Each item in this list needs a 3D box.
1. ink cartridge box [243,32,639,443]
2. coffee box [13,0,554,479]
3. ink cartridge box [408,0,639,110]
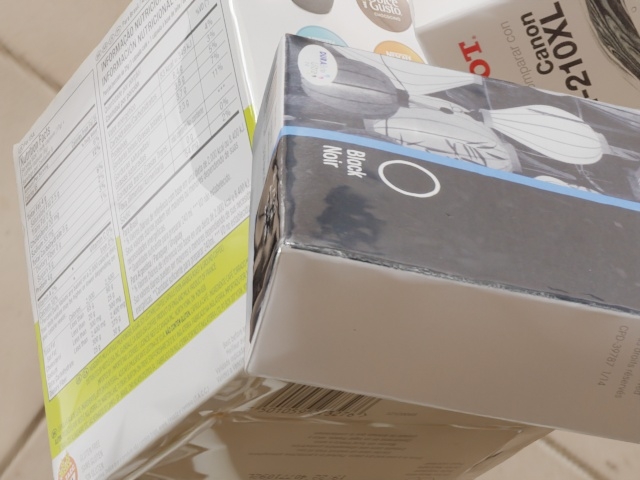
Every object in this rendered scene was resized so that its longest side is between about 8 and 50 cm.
[{"bbox_3d":[0.138,0.012,0.636,0.332,0.165,0.065,12,121,-9],"label":"ink cartridge box"},{"bbox_3d":[0.000,0.000,1.256,0.337,0.334,0.338,7,147,-35],"label":"coffee box"},{"bbox_3d":[0.185,-0.109,0.886,0.237,0.100,0.172,-20,123,14],"label":"ink cartridge box"}]
